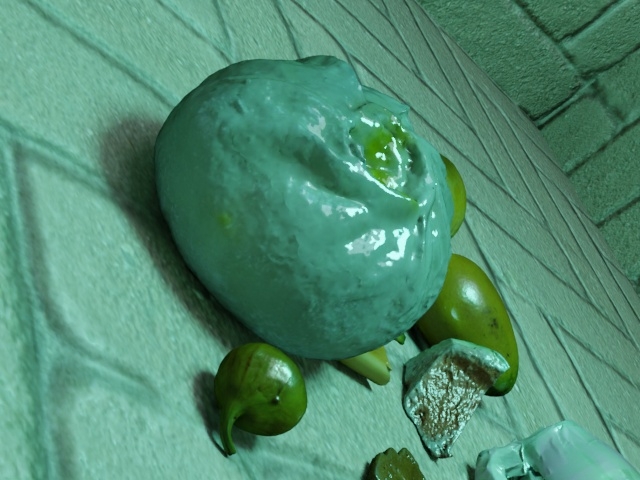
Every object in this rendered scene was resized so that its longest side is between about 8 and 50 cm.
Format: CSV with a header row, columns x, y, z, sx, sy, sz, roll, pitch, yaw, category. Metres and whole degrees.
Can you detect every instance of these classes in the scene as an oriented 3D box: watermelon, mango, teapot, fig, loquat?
x,y,z,sx,sy,sz,roll,pitch,yaw,category
0.143,0.199,1.425,0.098,0.121,0.158,37,65,-4,watermelon
0.205,0.117,1.605,0.221,0.120,0.151,55,20,-17,mango
0.296,0.332,1.442,0.178,0.221,0.163,53,-23,31,teapot
-0.061,0.135,1.002,0.098,0.082,0.084,-25,114,-56,fig
0.146,-0.057,1.731,0.172,0.149,0.204,22,50,-60,loquat

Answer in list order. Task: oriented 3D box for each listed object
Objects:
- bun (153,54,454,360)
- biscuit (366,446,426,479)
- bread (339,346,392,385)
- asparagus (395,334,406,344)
x,y,z,sx,sy,sz,roll,pitch,yaw,category
0.005,-0.049,1.198,0.362,0.211,0.362,33,34,-26,bun
0.086,0.264,1.198,0.130,0.019,0.119,34,26,-45,biscuit
0.045,0.120,1.307,0.103,0.049,0.062,37,51,-41,bread
0.001,-0.001,1.392,0.343,0.082,0.085,53,-18,-4,asparagus
